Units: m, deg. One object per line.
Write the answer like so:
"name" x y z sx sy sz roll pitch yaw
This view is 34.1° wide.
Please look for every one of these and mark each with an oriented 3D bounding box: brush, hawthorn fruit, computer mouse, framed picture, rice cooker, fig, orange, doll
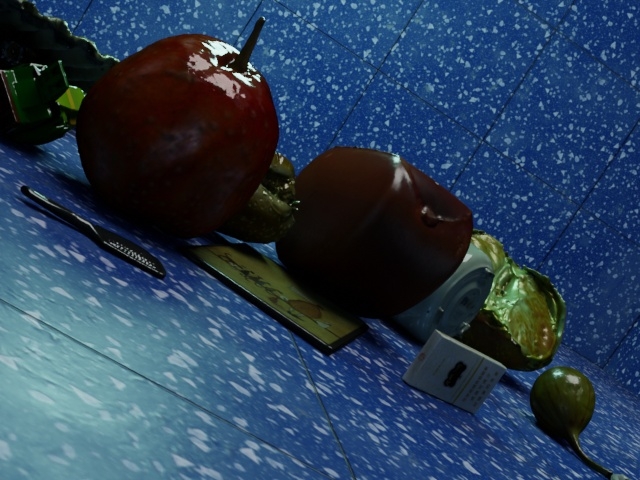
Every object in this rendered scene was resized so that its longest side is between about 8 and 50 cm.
"brush" -0.260 -0.011 1.204 0.193 0.016 0.063 31 6 -26
"hawthorn fruit" -0.175 -0.172 1.437 0.287 0.330 0.287 37 14 -11
"computer mouse" -0.546 -0.311 1.800 0.146 0.078 0.241 28 -8 33
"framed picture" -0.057 0.077 1.558 0.255 0.014 0.338 34 6 10
"rice cooker" 0.196 0.059 2.002 0.244 0.226 0.226 39 9 35
"fig" 0.458 0.337 1.880 0.124 0.124 0.236 28 32 -39
"orange" 0.374 0.137 2.247 0.334 0.263 0.196 33 -34 0
"doll" -0.386 -0.190 1.448 0.186 0.134 0.106 33 36 -83

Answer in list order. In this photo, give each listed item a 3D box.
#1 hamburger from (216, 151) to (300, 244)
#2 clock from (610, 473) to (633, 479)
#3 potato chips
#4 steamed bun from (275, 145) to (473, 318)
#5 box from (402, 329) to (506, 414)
"hamburger" -0.145 -0.077 1.672 0.215 0.122 0.189 25 -25 -24
"clock" 0.509 0.430 1.507 0.236 0.053 0.236 34 8 -5
"potato chips" -0.516 -0.365 1.872 0.429 0.070 0.358 16 -20 48
"steamed bun" 0.069 -0.009 1.760 0.235 0.248 0.379 35 -5 -24
"box" 0.204 0.201 1.573 0.167 0.090 0.024 29 8 -39
